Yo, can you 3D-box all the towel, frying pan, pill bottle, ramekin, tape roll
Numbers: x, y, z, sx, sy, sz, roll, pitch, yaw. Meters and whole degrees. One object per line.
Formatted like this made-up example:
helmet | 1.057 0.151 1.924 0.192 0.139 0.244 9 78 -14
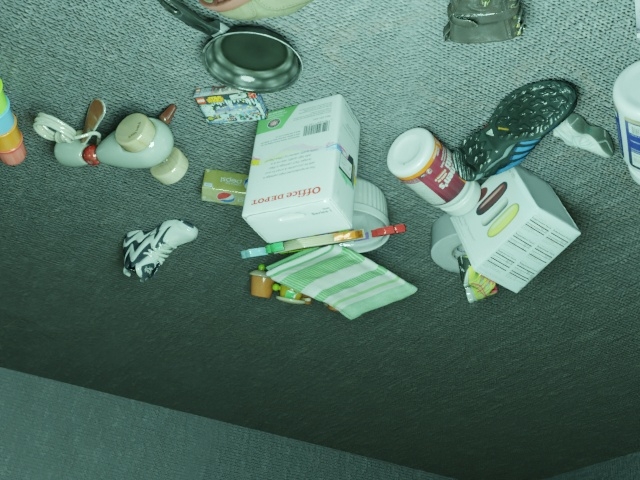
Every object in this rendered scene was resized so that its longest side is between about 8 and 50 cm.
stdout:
towel | 0.053 0.107 2.186 0.325 0.038 0.248 31 139 -35
frying pan | -0.187 -0.370 1.610 0.326 0.053 0.197 18 153 -26
pill bottle | 0.664 -0.222 1.653 0.153 0.153 0.264 -7 147 20
ramekin | 0.067 -0.065 2.044 0.207 0.109 0.207 3 148 2
pill bottle | 0.257 -0.147 1.868 0.121 0.121 0.221 -21 141 36
tape roll | 0.392 0.005 2.149 0.219 0.072 0.219 4 150 2

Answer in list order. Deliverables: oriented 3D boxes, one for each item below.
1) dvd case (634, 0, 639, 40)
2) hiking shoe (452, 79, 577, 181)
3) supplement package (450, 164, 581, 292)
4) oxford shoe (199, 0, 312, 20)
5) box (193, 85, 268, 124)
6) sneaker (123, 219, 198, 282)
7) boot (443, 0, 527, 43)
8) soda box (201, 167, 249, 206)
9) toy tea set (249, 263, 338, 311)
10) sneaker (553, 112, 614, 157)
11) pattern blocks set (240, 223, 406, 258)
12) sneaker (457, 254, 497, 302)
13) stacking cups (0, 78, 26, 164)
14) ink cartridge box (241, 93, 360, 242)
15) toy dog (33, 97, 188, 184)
dvd case | 0.622 -0.436 1.434 0.165 0.018 0.221 -7 147 19
hiking shoe | 0.413 -0.233 1.751 0.132 0.113 0.304 -7 158 -47
supplement package | 0.435 -0.034 1.902 0.149 0.194 0.203 26 119 -30
oxford shoe | -0.036 -0.458 1.428 0.348 0.122 0.130 -5 169 27
box | -0.190 -0.290 1.787 0.137 0.027 0.094 -4 147 15
sneaker | -0.436 0.039 2.247 0.235 0.153 0.094 -8 147 21
boot | 0.316 -0.421 1.399 0.263 0.091 0.229 -3 155 20
soda box | -0.195 -0.123 2.036 0.181 0.058 0.061 9 149 -5
toy tea set | -0.035 0.123 2.406 0.336 0.124 0.200 11 178 -15
sneaker | 0.559 -0.218 1.782 0.152 0.053 0.061 27 152 -22
pattern blocks set | 0.000 0.000 1.885 0.325 0.026 0.285 -8 177 -42
sneaker | 0.407 0.090 2.153 0.094 0.081 0.208 -11 153 13
stacking cups | -0.714 -0.269 1.832 0.096 0.096 0.316 5 149 1
ink cartridge box | -0.035 -0.148 1.756 0.201 0.278 0.117 -10 144 24
toy dog | -0.434 -0.235 1.841 0.334 0.161 0.220 15 154 13
